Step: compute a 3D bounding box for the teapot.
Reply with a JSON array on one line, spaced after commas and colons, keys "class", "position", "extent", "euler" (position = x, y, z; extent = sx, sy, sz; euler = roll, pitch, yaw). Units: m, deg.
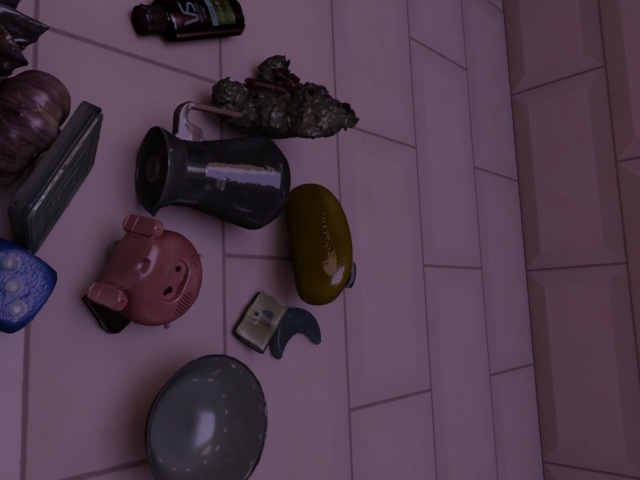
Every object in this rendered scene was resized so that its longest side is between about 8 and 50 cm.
[{"class": "teapot", "position": [-0.266, -0.184, 1.359], "extent": [0.343, 0.253, 0.301], "euler": [4, 94, -41]}]

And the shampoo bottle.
[{"class": "shampoo bottle", "position": [-0.355, -0.610, 1.455], "extent": [0.322, 0.084, 0.129], "euler": [-27, 100, -45]}]

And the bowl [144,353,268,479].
[{"class": "bowl", "position": [-0.300, 0.443, 1.284], "extent": [0.337, 0.157, 0.338], "euler": [11, 75, -46]}]

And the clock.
[{"class": "clock", "position": [-0.364, 0.088, 1.222], "extent": [0.241, 0.142, 0.227], "euler": [43, 65, -51]}]

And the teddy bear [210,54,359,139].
[{"class": "teddy bear", "position": [-0.072, -0.387, 1.514], "extent": [0.357, 0.367, 0.225], "euler": [-46, 136, -49]}]

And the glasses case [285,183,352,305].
[{"class": "glasses case", "position": [0.000, 0.000, 1.582], "extent": [0.173, 0.141, 0.372], "euler": [-3, 63, -14]}]

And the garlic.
[{"class": "garlic", "position": [-0.598, -0.229, 1.029], "extent": [0.160, 0.244, 0.245], "euler": [35, 60, -34]}]

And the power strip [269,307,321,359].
[{"class": "power strip", "position": [-0.088, 0.275, 1.613], "extent": [0.215, 0.044, 0.137], "euler": [-7, 87, -46]}]

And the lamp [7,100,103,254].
[{"class": "lamp", "position": [-0.527, -0.117, 1.069], "extent": [0.047, 0.266, 0.269], "euler": [29, 62, -16]}]

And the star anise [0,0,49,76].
[{"class": "star anise", "position": [-0.691, -0.407, 0.999], "extent": [0.331, 0.118, 0.332], "euler": [12, 52, -16]}]

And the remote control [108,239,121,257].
[{"class": "remote control", "position": [-0.450, 0.017, 1.282], "extent": [0.122, 0.032, 0.075], "euler": [-37, 125, -42]}]

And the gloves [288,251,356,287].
[{"class": "gloves", "position": [0.003, 0.083, 1.697], "extent": [0.218, 0.131, 0.140], "euler": [13, 60, -7]}]

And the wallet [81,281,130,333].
[{"class": "wallet", "position": [-0.435, 0.103, 1.272], "extent": [0.255, 0.031, 0.137], "euler": [-47, 136, -36]}]

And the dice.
[{"class": "dice", "position": [-0.614, 0.085, 1.030], "extent": [0.146, 0.143, 0.146], "euler": [45, 58, -33]}]

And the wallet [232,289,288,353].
[{"class": "wallet", "position": [-0.172, 0.230, 1.522], "extent": [0.110, 0.039, 0.155], "euler": [37, 56, -10]}]
